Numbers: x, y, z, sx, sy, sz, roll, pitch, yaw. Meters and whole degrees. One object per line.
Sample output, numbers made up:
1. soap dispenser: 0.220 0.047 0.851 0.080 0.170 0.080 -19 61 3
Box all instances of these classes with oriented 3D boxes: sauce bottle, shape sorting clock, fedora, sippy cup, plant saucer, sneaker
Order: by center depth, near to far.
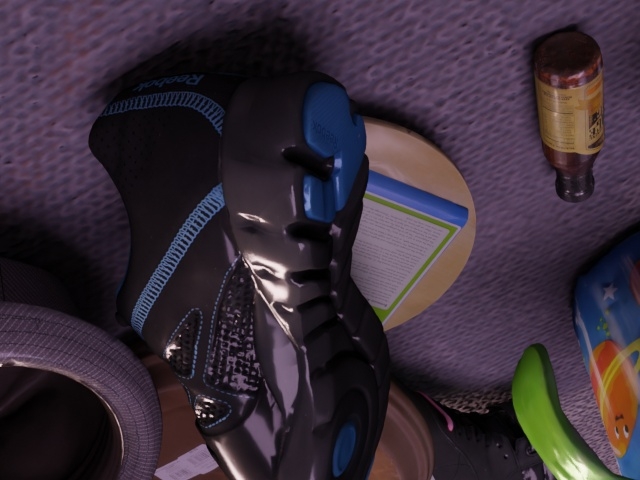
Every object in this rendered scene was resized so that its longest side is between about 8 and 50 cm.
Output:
1. sneaker: -0.040 0.058 0.548 0.139 0.125 0.341 8 120 22
2. sauce bottle: 0.160 -0.074 0.581 0.042 0.042 0.128 -21 142 4
3. fedora: -0.230 0.112 0.585 0.243 0.124 0.275 1 130 -23
4. shape sorting clock: 0.000 0.000 0.604 0.206 0.040 0.206 -5 131 -6
5. sippy cup: 0.310 0.106 0.697 0.240 0.224 0.305 -38 136 24
6. plant saucer: -0.051 0.171 0.711 0.278 0.041 0.278 6 134 6
7. sneaker: 0.136 0.171 0.820 0.147 0.104 0.296 -38 128 -4
